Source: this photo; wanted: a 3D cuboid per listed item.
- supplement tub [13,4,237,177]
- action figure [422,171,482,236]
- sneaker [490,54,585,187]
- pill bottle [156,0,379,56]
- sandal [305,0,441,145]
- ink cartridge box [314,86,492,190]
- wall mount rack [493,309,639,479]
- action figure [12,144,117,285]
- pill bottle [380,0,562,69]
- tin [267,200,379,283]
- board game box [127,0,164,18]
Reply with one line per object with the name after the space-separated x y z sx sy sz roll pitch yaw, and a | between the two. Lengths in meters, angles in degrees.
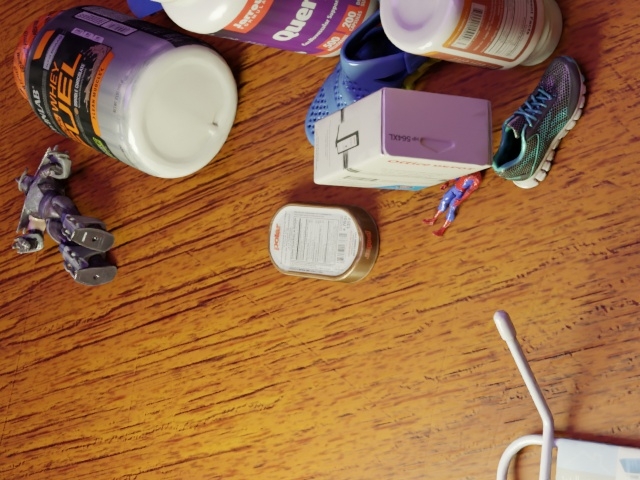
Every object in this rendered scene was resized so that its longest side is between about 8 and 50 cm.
-0.298 -0.230 2.256 0.338 0.207 0.207 23 103 44 | supplement tub
0.169 -0.058 1.901 0.115 0.030 0.038 -56 47 24 | action figure
0.252 -0.139 1.787 0.065 0.076 0.167 35 111 40 | sneaker
-0.084 -0.345 1.966 0.181 0.323 0.182 -4 85 45 | pill bottle
0.070 -0.231 1.936 0.317 0.138 0.126 -48 58 34 | sandal
0.097 -0.119 1.847 0.203 0.148 0.086 162 110 -65 | ink cartridge box
0.303 0.235 1.670 0.350 0.130 0.304 2 88 44 | wall mount rack
-0.424 -0.044 2.449 0.285 0.099 0.185 40 124 44 | action figure
0.181 -0.262 1.769 0.121 0.216 0.121 -5 83 44 | pill bottle
0.000 0.000 2.061 0.189 0.040 0.106 5 86 45 | tin
-0.216 -0.398 2.297 0.168 0.033 0.133 -18 57 28 | board game box
